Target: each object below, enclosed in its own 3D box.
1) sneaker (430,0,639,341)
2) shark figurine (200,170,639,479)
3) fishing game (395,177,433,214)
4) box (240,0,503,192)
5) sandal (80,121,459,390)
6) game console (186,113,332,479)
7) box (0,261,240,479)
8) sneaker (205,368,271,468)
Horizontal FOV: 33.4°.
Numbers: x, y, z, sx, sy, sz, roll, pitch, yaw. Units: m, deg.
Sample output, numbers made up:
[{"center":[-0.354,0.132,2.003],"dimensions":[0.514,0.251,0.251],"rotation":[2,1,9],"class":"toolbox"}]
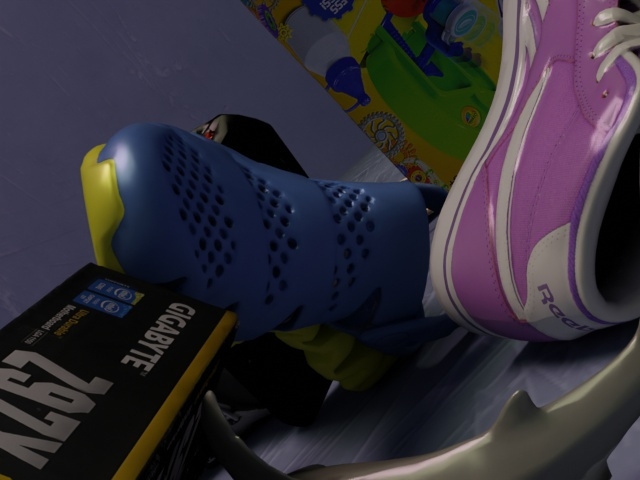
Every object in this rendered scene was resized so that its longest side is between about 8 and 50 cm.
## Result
[{"center":[0.149,-0.088,0.483],"dimensions":[0.161,0.102,0.282],"rotation":[160,127,-73],"class":"sneaker"},{"center":[0.021,0.075,0.376],"dimensions":[0.278,0.116,0.166],"rotation":[-42,6,40],"class":"shark figurine"},{"center":[0.080,-0.048,1.155],"dimensions":[0.189,0.041,0.264],"rotation":[-27,10,26],"class":"fishing game"},{"center":[0.128,-0.207,0.897],"dimensions":[0.290,0.279,0.177],"rotation":[-44,5,7],"class":"box"},{"center":[0.000,0.000,0.589],"dimensions":[0.138,0.126,0.317],"rotation":[-24,-21,25],"class":"sandal"},{"center":[-0.082,0.112,0.669],"dimensions":[0.044,0.213,0.361],"rotation":[9,62,36],"class":"game console"},{"center":[-0.125,0.169,0.343],"dimensions":[0.322,0.079,0.257],"rotation":[-63,-9,-76],"class":"box"},{"center":[-0.112,0.149,0.913],"dimensions":[0.146,0.122,0.330],"rotation":[-64,12,-17],"class":"sneaker"}]
